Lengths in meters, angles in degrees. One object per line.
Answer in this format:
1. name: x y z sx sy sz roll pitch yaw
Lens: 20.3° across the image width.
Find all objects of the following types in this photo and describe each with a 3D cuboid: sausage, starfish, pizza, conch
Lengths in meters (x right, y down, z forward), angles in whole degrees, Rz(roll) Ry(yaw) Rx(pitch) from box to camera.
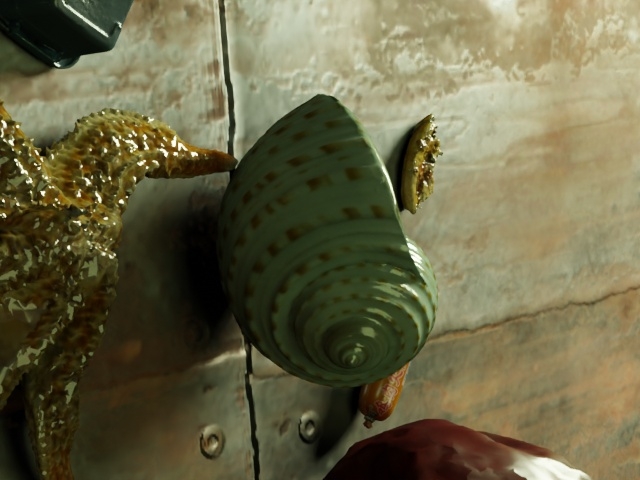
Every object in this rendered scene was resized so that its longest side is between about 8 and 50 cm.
1. sausage: 0.052 0.089 1.325 0.031 0.031 0.107 37 65 -41
2. starfish: -0.187 0.027 1.029 0.301 0.084 0.294 31 68 -48
3. pizza: 0.078 -0.059 1.357 0.037 0.016 0.083 32 67 -50
4. conch: -0.008 0.007 1.186 0.131 0.200 0.172 -31 131 -7

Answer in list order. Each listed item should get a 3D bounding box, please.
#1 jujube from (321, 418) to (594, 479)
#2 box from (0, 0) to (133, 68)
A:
1. jujube: 0.086 0.317 1.218 0.276 0.276 0.377 17 92 -46
2. box: -0.147 -0.160 1.084 0.074 0.054 0.099 36 67 -40
